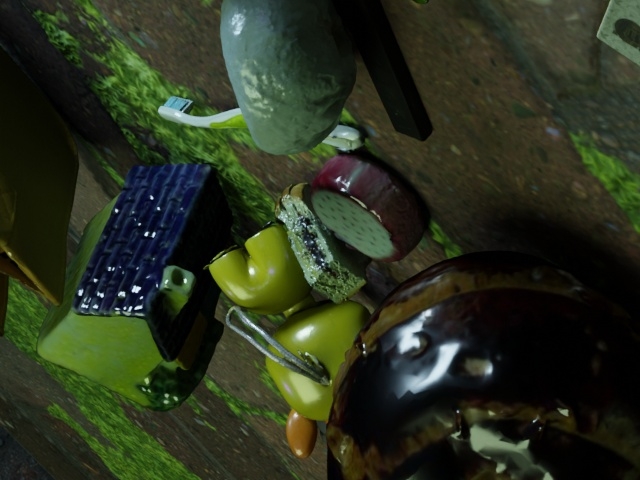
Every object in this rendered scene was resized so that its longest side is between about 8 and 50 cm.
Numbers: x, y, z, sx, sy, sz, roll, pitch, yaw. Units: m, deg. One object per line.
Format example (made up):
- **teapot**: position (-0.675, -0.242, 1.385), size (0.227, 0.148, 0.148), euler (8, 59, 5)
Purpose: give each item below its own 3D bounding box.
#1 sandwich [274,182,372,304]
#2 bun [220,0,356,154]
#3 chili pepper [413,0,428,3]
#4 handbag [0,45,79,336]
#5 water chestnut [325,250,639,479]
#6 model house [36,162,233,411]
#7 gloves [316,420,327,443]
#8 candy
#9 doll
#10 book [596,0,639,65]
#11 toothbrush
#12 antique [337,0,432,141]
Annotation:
- **sandwich**: position (0.000, 0.000, 1.400), size (0.105, 0.035, 0.093), euler (49, -158, -10)
- **bun**: position (-0.016, -0.131, 1.143), size (0.083, 0.141, 0.141), euler (-11, 138, 12)
- **chili pepper**: position (0.066, -0.181, 1.039), size (0.083, 0.022, 0.027), euler (111, 141, -68)
- **handbag**: position (-0.387, -0.122, 1.523), size (0.401, 0.133, 0.283), euler (54, -166, -33)
- **water chestnut**: position (0.142, 0.135, 1.256), size (0.300, 0.300, 0.300), euler (34, 157, 16)
- **model house**: position (-0.147, 0.035, 1.575), size (0.170, 0.194, 0.211), euler (30, 148, -13)
- **gloves**: position (0.052, 0.166, 1.575), size (0.119, 0.142, 0.285), euler (22, 173, -39)
- **candy**: position (0.038, -0.026, 1.341), size (0.103, 0.043, 0.103), euler (33, 157, 17)
- **doll**: position (-0.003, 0.091, 1.463), size (0.221, 0.143, 0.135), euler (62, -166, 6)
- **book**: position (0.221, -0.130, 0.893), size (0.118, 0.012, 0.172), euler (35, 157, 12)
- **toothbrush**: position (-0.056, -0.098, 1.379), size (0.263, 0.026, 0.022), euler (15, 153, 47)
- **antique**: position (0.038, -0.143, 1.157), size (0.031, 0.015, 0.192), euler (22, 151, 39)
